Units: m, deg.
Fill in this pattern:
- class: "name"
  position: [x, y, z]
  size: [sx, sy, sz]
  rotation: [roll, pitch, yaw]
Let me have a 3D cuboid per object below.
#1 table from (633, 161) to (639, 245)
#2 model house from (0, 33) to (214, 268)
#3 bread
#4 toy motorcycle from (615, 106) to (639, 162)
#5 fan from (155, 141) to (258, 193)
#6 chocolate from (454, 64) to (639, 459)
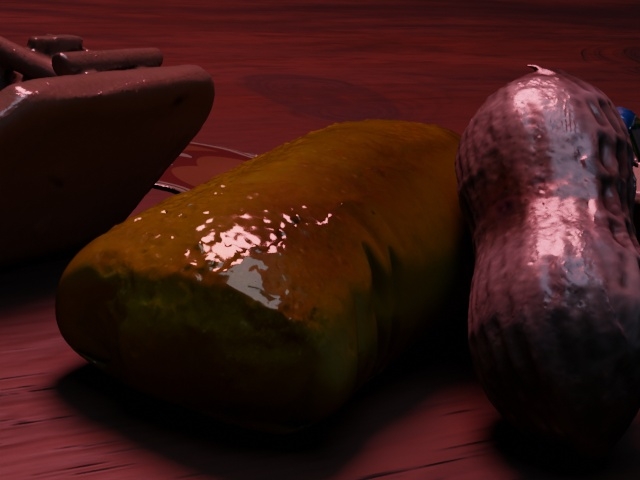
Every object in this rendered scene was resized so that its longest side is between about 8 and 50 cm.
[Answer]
- class: "table"
  position: [0.248, 0.015, 1.115]
  size: [0.226, 0.167, 0.167]
  rotation: [7, 15, 19]
- class: "model house"
  position: [-0.202, -0.065, 1.114]
  size: [0.188, 0.122, 0.229]
  rotation: [19, 22, 31]
- class: "bread"
  position: [0.000, 0.000, 1.045]
  size: [0.166, 0.112, 0.383]
  rotation: [18, 19, 19]
- class: "toy motorcycle"
  position: [0.197, -0.050, 1.296]
  size: [0.135, 0.092, 0.254]
  rotation: [3, -9, 18]
- class: "fan"
  position: [-0.046, -0.039, 1.315]
  size: [0.220, 0.009, 0.132]
  rotation: [17, 21, 21]
- class: "chocolate"
  position: [0.128, 0.006, 0.999]
  size: [0.110, 0.110, 0.248]
  rotation: [7, 47, -12]
